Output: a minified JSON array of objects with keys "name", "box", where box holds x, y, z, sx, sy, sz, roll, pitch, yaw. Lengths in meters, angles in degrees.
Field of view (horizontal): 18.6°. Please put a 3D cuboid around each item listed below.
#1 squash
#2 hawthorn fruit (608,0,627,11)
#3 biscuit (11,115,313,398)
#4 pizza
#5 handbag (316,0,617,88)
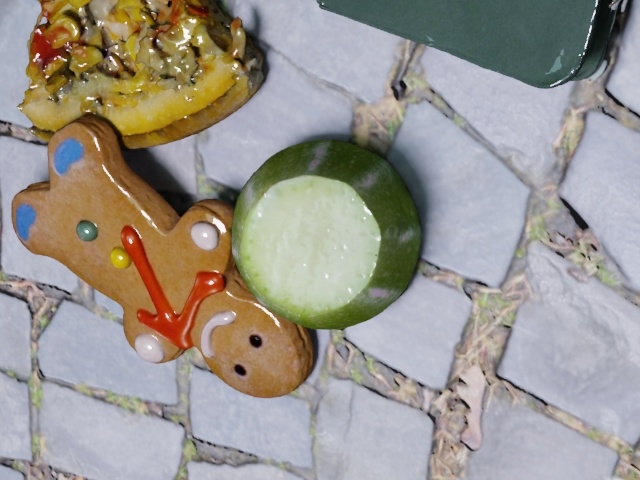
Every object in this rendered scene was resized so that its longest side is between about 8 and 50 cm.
[{"name":"squash","box":[0.000,0.000,1.660,0.170,0.123,0.170,1,96,6]},{"name":"hawthorn fruit","box":[0.290,-0.256,1.369,0.211,0.211,0.299,54,139,7]},{"name":"biscuit","box":[-0.143,0.030,1.795,0.324,0.049,0.205,40,132,4]},{"name":"pizza","box":[-0.160,-0.202,1.750,0.251,0.074,0.288,16,115,25]},{"name":"handbag","box":[0.126,-0.265,1.541,0.260,0.079,0.248,24,116,26]}]
